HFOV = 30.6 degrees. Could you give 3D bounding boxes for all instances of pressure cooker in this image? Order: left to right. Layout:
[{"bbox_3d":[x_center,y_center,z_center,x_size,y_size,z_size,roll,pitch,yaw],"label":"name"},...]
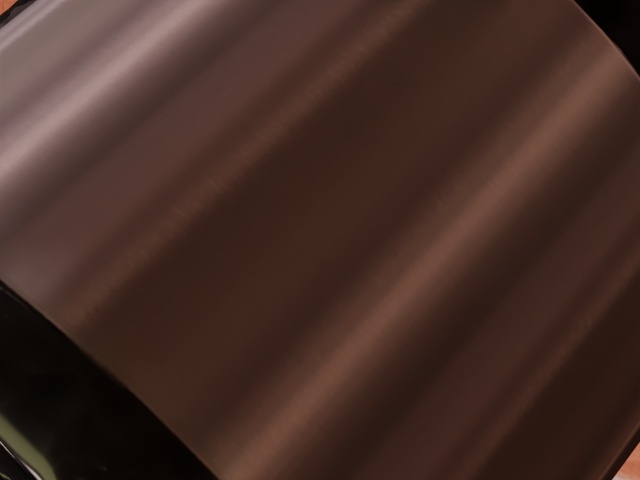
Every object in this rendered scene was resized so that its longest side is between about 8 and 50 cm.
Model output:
[{"bbox_3d":[0.005,0.004,0.594,0.375,0.420,0.370,53,155,-20],"label":"pressure cooker"}]
